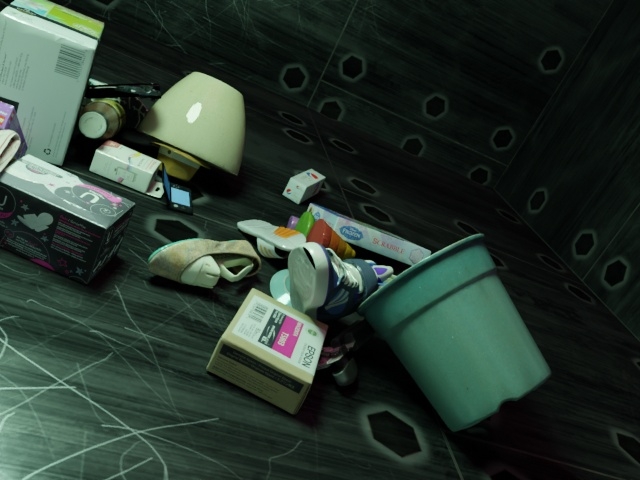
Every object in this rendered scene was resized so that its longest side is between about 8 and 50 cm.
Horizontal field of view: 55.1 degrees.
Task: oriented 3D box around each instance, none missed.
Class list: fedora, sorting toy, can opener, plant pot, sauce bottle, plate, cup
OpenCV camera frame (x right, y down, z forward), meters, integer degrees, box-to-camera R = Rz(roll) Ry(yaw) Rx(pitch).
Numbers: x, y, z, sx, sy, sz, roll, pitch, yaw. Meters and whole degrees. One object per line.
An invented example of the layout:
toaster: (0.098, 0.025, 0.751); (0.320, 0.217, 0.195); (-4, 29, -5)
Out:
fedora: (-0.424, -0.227, 1.814); (0.194, 0.079, 0.194); (23, 1, 0)
sorting toy: (0.000, 0.000, 1.716); (0.126, 0.127, 0.365); (20, 3, -18)
can opener: (0.066, 0.249, 1.410); (0.093, 0.074, 0.280); (64, 27, -3)
plant pot: (0.309, 0.214, 1.366); (0.341, 0.341, 0.334); (-7, 61, -55)
sauce bottle: (-0.620, -0.343, 1.737); (0.111, 0.111, 0.344); (21, 8, -16)
plate: (-0.036, 0.129, 1.547); (0.188, 0.024, 0.188); (18, 33, -12)
cup: (-0.363, -0.373, 1.889); (0.331, 0.237, 0.331); (23, 1, 0)

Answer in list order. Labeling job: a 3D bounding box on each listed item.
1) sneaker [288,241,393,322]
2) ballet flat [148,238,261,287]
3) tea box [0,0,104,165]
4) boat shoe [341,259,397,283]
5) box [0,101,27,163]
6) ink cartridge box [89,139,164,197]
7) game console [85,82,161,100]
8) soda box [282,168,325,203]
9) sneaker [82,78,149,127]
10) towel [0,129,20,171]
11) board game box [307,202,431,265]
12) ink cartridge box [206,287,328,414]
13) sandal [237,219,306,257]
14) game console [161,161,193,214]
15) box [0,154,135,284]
sneaker: (0.058, 0.072, 1.373); (0.236, 0.323, 0.130); (-20, 63, -17)
ballet flat: (-0.246, 0.054, 1.411); (0.106, 0.107, 0.316); (46, 29, 22)
tea box: (-0.724, -0.425, 1.598); (0.220, 0.329, 0.323); (16, 25, -24)
boat shoe: (0.143, 0.126, 1.658); (0.340, 0.127, 0.113); (14, 17, 11)
box: (-0.762, -0.258, 1.334); (0.201, 0.057, 0.293); (21, -15, -16)
ink cartridge box: (-0.514, -0.197, 1.688); (0.198, 0.067, 0.115); (23, 22, -12)
game console: (-0.562, -0.431, 1.785); (0.213, 0.044, 0.361); (-9, 17, -25)
soda box: (-0.056, -0.197, 2.206); (0.069, 0.074, 0.216); (31, 22, 8)
sneaker: (-0.681, -0.469, 2.040); (0.283, 0.110, 0.122); (27, 19, -3)
towel: (-0.750, -0.122, 1.092); (0.332, 0.053, 0.317); (-5, 29, -6)
board game box: (0.138, -0.018, 1.930); (0.318, 0.066, 0.319); (20, 5, -19)
ink cartridge box: (-0.098, 0.215, 1.246); (0.193, 0.088, 0.234); (26, 21, -1)
sandal: (-0.134, 0.004, 1.688); (0.102, 0.076, 0.265); (-14, 23, -37)
game console: (-0.394, -0.143, 1.687); (0.107, 0.071, 0.122); (16, 33, -26)
box: (-0.534, -0.049, 1.246); (0.247, 0.142, 0.163); (26, 23, -6)
